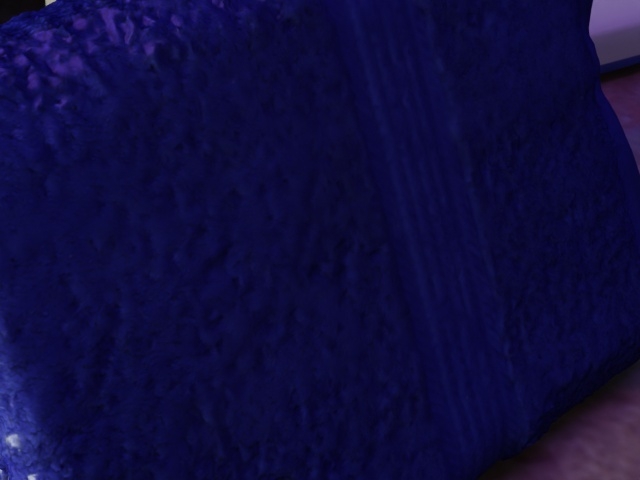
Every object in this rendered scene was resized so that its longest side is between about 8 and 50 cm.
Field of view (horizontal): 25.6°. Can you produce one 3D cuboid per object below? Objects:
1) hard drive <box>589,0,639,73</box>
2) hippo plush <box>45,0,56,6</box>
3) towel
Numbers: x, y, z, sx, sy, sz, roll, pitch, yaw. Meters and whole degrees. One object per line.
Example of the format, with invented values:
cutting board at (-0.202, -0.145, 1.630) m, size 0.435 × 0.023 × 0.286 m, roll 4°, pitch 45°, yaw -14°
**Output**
hard drive at (0.129, -0.172, 0.847) m, size 0.319 × 0.040 × 0.210 m, roll -17°, pitch 46°, yaw -27°
hippo plush at (-0.152, -0.213, 0.696) m, size 0.237 × 0.234 × 0.294 m, roll 5°, pitch 58°, yaw 13°
towel at (0.000, 0.000, 0.505) m, size 0.308 × 0.227 × 0.076 m, roll -29°, pitch 22°, yaw -37°
